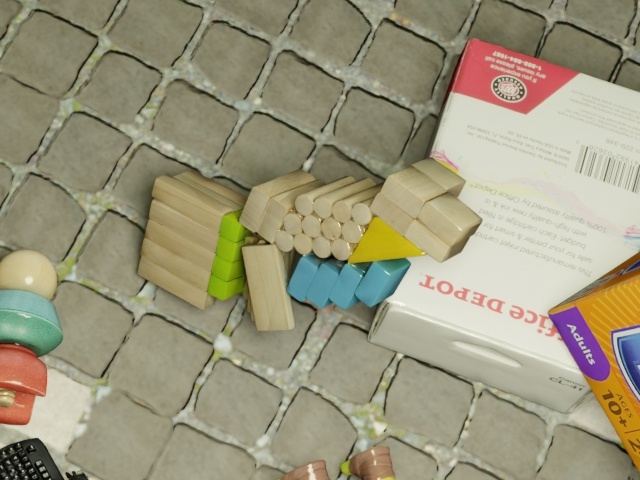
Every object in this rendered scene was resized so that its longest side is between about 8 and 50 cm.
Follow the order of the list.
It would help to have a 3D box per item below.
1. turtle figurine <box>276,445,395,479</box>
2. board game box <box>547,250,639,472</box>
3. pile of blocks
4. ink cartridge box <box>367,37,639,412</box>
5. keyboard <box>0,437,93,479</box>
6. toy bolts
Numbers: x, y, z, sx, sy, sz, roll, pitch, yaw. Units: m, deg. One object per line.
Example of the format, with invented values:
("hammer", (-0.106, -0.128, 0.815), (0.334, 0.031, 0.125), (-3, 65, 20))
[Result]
("turtle figurine", (0.034, 0.305, 1.539), (0.270, 0.087, 0.217), (-15, 71, -14))
("board game box", (0.498, 0.098, 1.476), (0.356, 0.356, 0.356), (-30, 90, -29))
("pile of blocks", (0.000, 0.000, 1.597), (0.113, 0.362, 0.149), (-24, 110, -54))
("ink cartridge box", (0.198, -0.016, 1.671), (0.226, 0.131, 0.306), (20, 69, 0))
("keyboard", (-0.237, 0.242, 1.518), (0.100, 0.038, 0.192), (-23, 51, -20))
("toy bolts", (-0.336, 0.051, 1.543), (0.229, 0.218, 0.158), (17, 59, -21))
